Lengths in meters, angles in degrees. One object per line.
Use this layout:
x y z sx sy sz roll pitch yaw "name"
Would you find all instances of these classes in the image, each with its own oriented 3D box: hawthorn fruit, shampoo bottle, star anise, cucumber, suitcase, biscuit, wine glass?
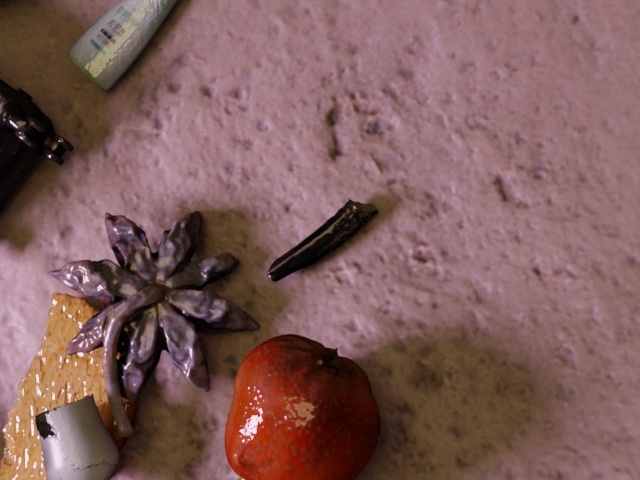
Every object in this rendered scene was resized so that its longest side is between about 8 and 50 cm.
-0.064 0.226 1.732 0.285 0.165 0.165 -47 69 13 "hawthorn fruit"
-0.200 -0.257 1.932 0.191 0.041 0.069 -46 64 2 "shampoo bottle"
-0.179 0.077 1.813 0.230 0.081 0.262 18 72 -5 "star anise"
0.001 0.002 1.816 0.135 0.033 0.034 -40 102 7 "cucumber"
-0.449 -0.129 1.932 0.312 0.128 0.202 35 90 21 "suitcase"
-0.266 0.176 1.856 0.144 0.033 0.224 13 83 15 "biscuit"
-0.237 0.261 1.781 0.079 0.079 0.196 -20 86 12 "wine glass"
